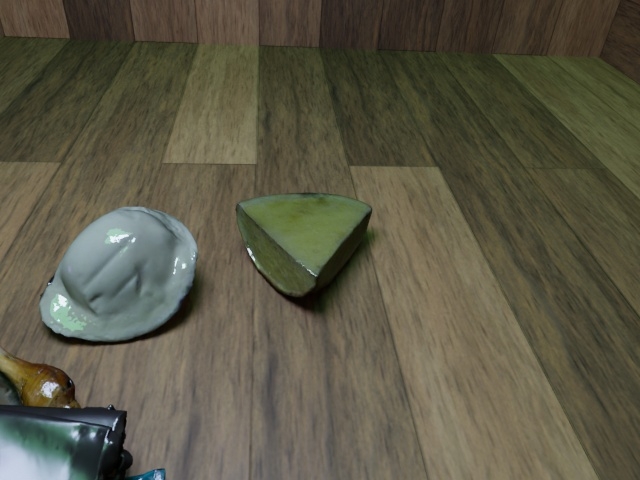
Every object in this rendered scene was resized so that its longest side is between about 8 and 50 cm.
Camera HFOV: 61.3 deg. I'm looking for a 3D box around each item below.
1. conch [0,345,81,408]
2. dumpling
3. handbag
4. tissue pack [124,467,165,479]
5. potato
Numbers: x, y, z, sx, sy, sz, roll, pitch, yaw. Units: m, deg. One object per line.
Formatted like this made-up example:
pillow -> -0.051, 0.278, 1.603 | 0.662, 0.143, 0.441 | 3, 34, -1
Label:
conch -> -0.422, 0.216, 0.791 | 0.232, 0.086, 0.080 | 19, -1, 23
dumpling -> -0.341, 0.068, 0.966 | 0.226, 0.243, 0.175 | 39, 6, 14
handbag -> -0.364, 0.322, 0.614 | 0.256, 0.114, 0.286 | -2, 39, 0
tissue pack -> -0.269, 0.340, 0.685 | 0.137, 0.028, 0.085 | -7, 43, -6
potato -> 0.000, 0.000, 1.101 | 0.255, 0.112, 0.269 | -19, 45, -33
